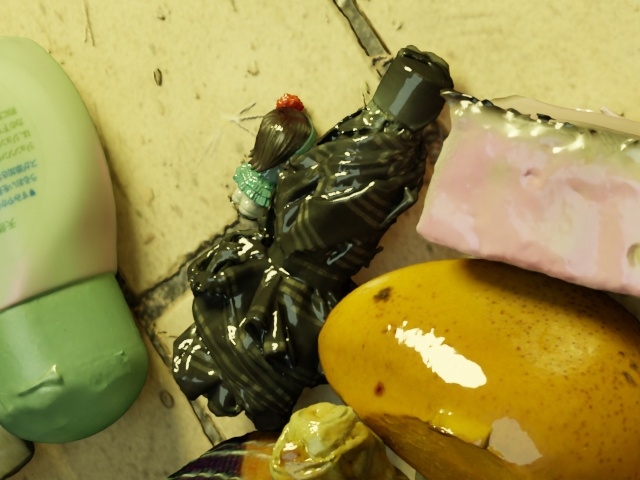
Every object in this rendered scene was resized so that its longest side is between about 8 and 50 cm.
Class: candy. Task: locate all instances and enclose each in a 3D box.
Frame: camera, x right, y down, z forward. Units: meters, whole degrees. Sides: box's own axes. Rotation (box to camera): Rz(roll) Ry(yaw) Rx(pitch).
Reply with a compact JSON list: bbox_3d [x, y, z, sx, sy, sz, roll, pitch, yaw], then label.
[{"bbox_3d":[0.216,-0.029,1.226,0.265,0.155,0.116,15,100,26],"label":"candy"}]

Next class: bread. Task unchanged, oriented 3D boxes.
[{"bbox_3d":[0.072,0.263,1.304,0.077,0.084,0.367,4,136,47],"label":"bread"}]

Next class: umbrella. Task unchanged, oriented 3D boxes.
[{"bbox_3d":[0.006,0.010,1.370,0.336,0.128,0.154,-47,72,23],"label":"umbrella"}]

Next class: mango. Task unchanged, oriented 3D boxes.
[{"bbox_3d":[0.135,0.104,1.272,0.290,0.191,0.160,24,145,21],"label":"mango"}]

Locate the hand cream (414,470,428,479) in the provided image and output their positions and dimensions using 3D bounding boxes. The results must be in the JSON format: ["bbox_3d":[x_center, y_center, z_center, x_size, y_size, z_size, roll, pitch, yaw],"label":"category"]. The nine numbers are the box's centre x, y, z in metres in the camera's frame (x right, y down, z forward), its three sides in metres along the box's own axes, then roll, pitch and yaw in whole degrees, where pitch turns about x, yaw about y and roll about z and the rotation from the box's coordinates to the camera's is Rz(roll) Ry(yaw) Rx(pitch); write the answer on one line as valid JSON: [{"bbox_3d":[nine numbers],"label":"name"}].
[{"bbox_3d":[0.104,0.250,1.383,0.084,0.084,0.203,21,115,25],"label":"hand cream"}]

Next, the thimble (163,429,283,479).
[{"bbox_3d":[-0.046,0.282,1.415,0.237,0.150,0.237,11,113,26],"label":"thimble"}]

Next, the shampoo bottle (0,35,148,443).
[{"bbox_3d":[-0.265,0.008,1.504,0.222,0.151,0.349,-25,84,19],"label":"shampoo bottle"}]

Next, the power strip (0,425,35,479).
[{"bbox_3d":[-0.422,0.163,1.558,0.251,0.092,0.257,-37,89,7],"label":"power strip"}]

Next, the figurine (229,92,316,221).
[{"bbox_3d":[-0.041,-0.067,1.431,0.106,0.047,0.060,-57,28,29],"label":"figurine"}]
